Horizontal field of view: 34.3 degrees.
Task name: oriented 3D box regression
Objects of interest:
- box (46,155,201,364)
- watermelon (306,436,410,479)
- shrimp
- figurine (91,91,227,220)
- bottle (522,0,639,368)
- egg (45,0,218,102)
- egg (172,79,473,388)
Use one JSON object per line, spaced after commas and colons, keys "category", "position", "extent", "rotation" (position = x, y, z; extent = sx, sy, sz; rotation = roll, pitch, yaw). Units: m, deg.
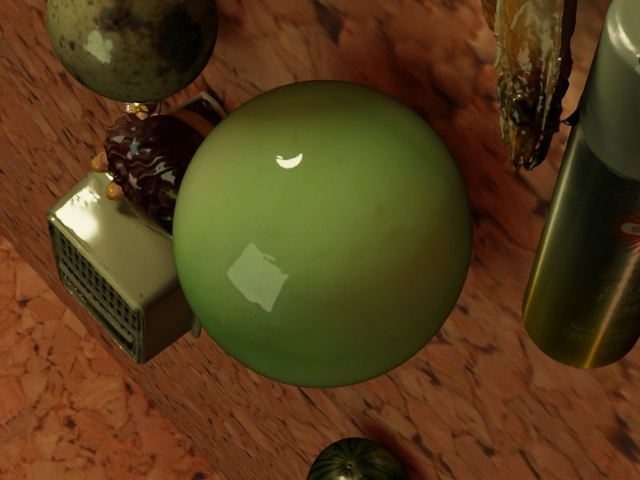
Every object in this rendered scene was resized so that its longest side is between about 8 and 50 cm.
{"category": "box", "position": [-0.233, 0.023, 1.354], "extent": [0.220, 0.166, 0.290], "rotation": [46, 159, 9]}
{"category": "watermelon", "position": [0.055, 0.341, 1.354], "extent": [0.140, 0.140, 0.187], "rotation": [31, 154, 40]}
{"category": "shrimp", "position": [0.102, -0.129, 0.515], "extent": [0.101, 0.042, 0.190], "rotation": [-168, 74, -75]}
{"category": "figurine", "position": [-0.175, -0.089, 1.122], "extent": [0.175, 0.116, 0.240], "rotation": [57, 158, -17]}
{"category": "bottle", "position": [0.172, -0.024, 0.584], "extent": [0.082, 0.082, 0.286], "rotation": [40, 157, 24]}
{"category": "egg", "position": [-0.166, -0.192, 0.897], "extent": [0.181, 0.141, 0.141], "rotation": [22, 145, 52]}
{"category": "egg", "position": [0.000, 0.000, 0.774], "extent": [0.220, 0.220, 0.270], "rotation": [46, 158, 10]}
